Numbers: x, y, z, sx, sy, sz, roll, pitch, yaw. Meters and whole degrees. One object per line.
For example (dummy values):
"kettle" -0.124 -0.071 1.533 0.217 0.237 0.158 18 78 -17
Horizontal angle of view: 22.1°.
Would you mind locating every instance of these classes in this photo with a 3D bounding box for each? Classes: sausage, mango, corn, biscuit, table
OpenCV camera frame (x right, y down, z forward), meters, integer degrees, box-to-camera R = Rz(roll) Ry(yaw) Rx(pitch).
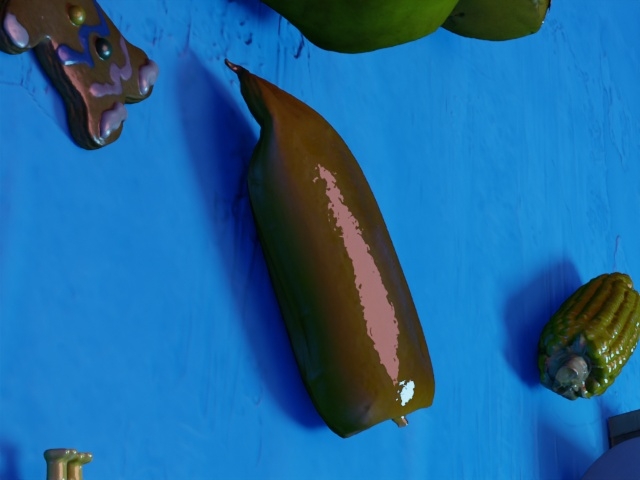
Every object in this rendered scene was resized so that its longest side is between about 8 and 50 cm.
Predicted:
"sausage" 0.002 -0.001 1.327 0.112 0.112 0.328 -16 86 -60
"mango" 0.147 -0.297 1.673 0.249 0.151 0.156 44 6 -34
"corn" 0.294 0.099 1.754 0.097 0.097 0.262 67 27 -7
"biscuit" -0.190 -0.169 1.173 0.205 0.031 0.138 57 33 -21
"table" 0.369 0.234 1.820 0.062 0.079 0.083 32 47 -46

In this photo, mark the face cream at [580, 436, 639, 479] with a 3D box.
"face cream" 0.362 0.305 1.672 0.153 0.177 0.177 37 44 -48

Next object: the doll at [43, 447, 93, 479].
"doll" -0.157 0.200 1.002 0.099 0.058 0.143 40 46 -65

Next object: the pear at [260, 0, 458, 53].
"pear" 0.025 -0.317 1.376 0.269 0.269 0.321 -53 145 -55
